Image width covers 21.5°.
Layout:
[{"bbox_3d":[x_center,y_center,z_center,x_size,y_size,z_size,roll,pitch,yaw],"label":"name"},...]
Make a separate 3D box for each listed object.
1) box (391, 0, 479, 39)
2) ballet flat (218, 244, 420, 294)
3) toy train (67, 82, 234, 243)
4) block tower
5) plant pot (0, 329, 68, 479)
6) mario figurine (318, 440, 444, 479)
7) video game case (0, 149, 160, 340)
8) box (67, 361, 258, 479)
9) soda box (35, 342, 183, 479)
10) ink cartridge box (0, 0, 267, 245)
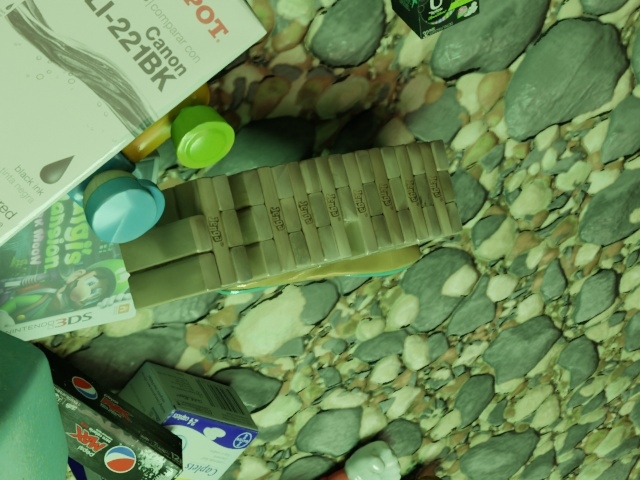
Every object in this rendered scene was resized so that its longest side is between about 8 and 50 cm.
[{"bbox_3d":[0.095,-0.224,1.418,0.062,0.052,0.083,-26,140,-16],"label":"box"},{"bbox_3d":[0.000,0.000,1.561,0.232,0.080,0.073,-9,119,-32],"label":"ballet flat"},{"bbox_3d":[-0.108,-0.116,1.301,0.248,0.143,0.105,-38,142,2],"label":"toy train"},{"bbox_3d":[-0.013,-0.020,1.430,0.097,0.091,0.335,-15,179,42],"label":"block tower"},{"bbox_3d":[-0.336,0.189,1.351,0.252,0.247,0.248,-52,153,-35],"label":"plant pot"},{"bbox_3d":[0.031,0.345,1.848,0.320,0.198,0.170,-3,144,-41],"label":"mario figurine"},{"bbox_3d":[-0.228,0.010,1.437,0.173,0.022,0.190,-12,136,-28],"label":"video game case"},{"bbox_3d":[-0.154,0.200,1.648,0.126,0.072,0.137,22,114,-47],"label":"box"},{"bbox_3d":[-0.205,0.168,1.528,0.169,0.060,0.053,37,105,-19],"label":"soda box"},{"bbox_3d":[-0.205,-0.150,1.176,0.273,0.114,0.197,-39,122,1],"label":"ink cartridge box"}]
